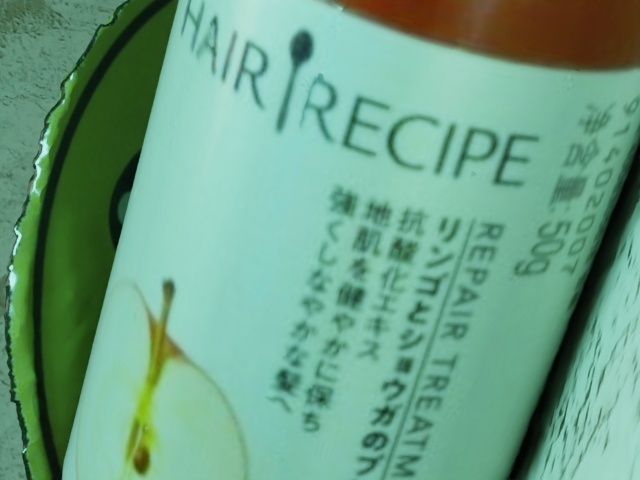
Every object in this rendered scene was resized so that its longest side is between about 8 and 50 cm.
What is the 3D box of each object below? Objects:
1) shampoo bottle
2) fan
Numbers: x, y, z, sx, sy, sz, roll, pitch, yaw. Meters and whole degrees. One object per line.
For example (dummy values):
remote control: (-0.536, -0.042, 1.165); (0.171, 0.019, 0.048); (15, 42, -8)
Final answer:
shampoo bottle: (0.016, -0.029, 0.382); (0.104, 0.104, 0.278); (-76, 3, -64)
fan: (0.001, 0.000, 0.559); (0.335, 0.011, 0.229); (-53, -46, -43)
